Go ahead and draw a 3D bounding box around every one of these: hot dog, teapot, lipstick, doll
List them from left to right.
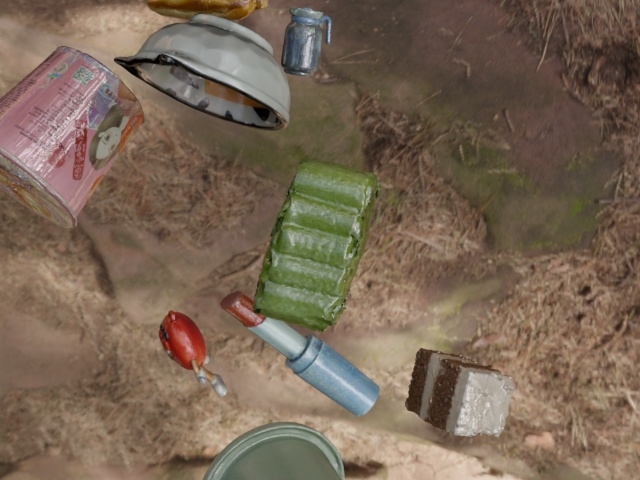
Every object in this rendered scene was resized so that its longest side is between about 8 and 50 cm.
[{"bbox_3d":[-0.282,0.234,1.726,0.085,0.183,0.217,-32,139,-7],"label":"doll"},{"bbox_3d":[-0.196,-0.415,1.364,0.249,0.068,0.100,15,82,35],"label":"hot dog"},{"bbox_3d":[-0.032,0.163,1.196,0.274,0.061,0.068,39,141,-16],"label":"lipstick"},{"bbox_3d":[-0.015,-0.250,1.019,0.064,0.049,0.083,5,108,-14],"label":"teapot"}]

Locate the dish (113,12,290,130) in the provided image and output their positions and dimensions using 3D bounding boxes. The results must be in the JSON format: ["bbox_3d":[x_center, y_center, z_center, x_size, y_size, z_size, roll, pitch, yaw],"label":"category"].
[{"bbox_3d":[-0.168,-0.287,1.324,0.303,0.303,0.120,19,84,10],"label":"dish"}]

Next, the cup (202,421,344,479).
[{"bbox_3d":[-0.016,0.209,0.579,0.120,0.141,0.120,-9,110,-25],"label":"cup"}]

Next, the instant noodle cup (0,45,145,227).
[{"bbox_3d":[-0.448,-0.182,1.372,0.243,0.231,0.243,29,158,13],"label":"instant noodle cup"}]

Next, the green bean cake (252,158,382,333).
[{"bbox_3d":[0.000,0.000,0.994,0.113,0.214,0.200,18,99,4],"label":"green bean cake"}]

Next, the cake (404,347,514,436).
[{"bbox_3d":[0.250,0.271,1.435,0.147,0.135,0.134,5,82,57],"label":"cake"}]
